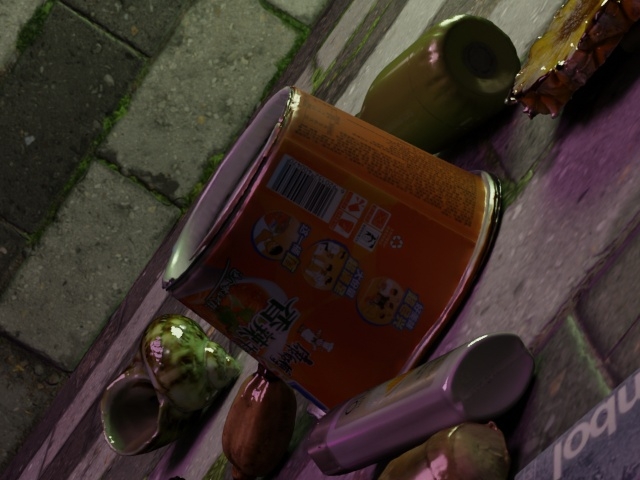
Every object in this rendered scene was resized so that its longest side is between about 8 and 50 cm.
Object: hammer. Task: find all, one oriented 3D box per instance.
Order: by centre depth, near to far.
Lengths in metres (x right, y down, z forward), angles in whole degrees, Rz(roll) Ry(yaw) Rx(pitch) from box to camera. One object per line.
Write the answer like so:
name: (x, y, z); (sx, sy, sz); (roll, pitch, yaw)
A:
hammer: (0.285, -0.207, 1.144); (0.035, 0.019, 0.110); (-39, 20, 54)

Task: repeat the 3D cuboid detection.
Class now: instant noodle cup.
instant noodle cup: (0.000, 0.000, 1.262); (0.296, 0.214, 0.296); (-53, 13, 17)

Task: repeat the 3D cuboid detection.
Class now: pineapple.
pineapple: (0.242, -0.195, 1.158); (0.221, 0.047, 0.221); (-55, 6, 8)

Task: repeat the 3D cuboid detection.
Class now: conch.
conch: (-0.195, 0.192, 1.757); (0.181, 0.124, 0.187); (-23, 59, 53)

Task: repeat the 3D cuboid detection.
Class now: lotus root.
lotus root: (-0.062, 0.192, 1.360); (0.063, 0.072, 0.152); (-15, -52, -59)

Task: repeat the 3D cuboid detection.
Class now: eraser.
eraser: (0.182, 0.108, 0.706); (0.212, 0.046, 0.092); (-50, 15, 31)

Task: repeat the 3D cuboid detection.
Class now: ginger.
ginger: (0.060, 0.199, 0.897); (0.095, 0.069, 0.190); (18, 72, 45)

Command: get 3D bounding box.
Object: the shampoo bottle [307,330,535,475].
shampoo bottle: (0.071, 0.129, 1.025); (0.086, 0.056, 0.227); (-33, -2, -32)

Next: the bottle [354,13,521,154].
bottle: (0.108, -0.147, 1.440); (0.112, 0.112, 0.260); (-63, 14, -25)

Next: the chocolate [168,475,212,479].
chocolate: (-0.147, 0.289, 1.210); (0.206, 0.177, 0.224); (-51, 16, 27)
